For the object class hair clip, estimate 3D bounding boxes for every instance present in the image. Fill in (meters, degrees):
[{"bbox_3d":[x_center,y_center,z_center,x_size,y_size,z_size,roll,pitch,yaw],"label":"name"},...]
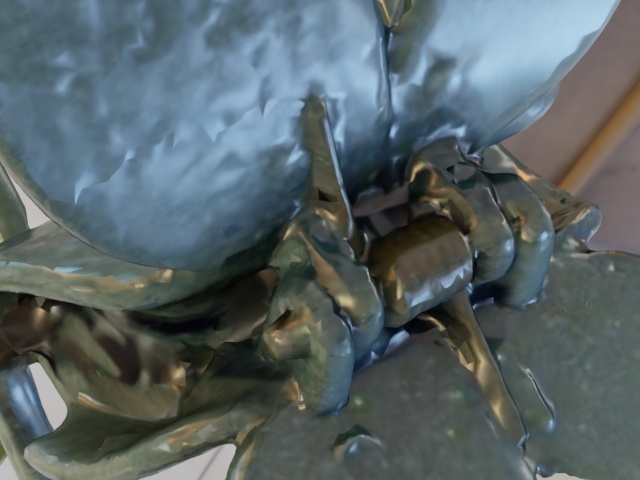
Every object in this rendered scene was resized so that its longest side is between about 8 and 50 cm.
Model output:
[{"bbox_3d":[0.000,0.000,0.828,0.318,0.238,0.392,-29,108,-23],"label":"hair clip"}]

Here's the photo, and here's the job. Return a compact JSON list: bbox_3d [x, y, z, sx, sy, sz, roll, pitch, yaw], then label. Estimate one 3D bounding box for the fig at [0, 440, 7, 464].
[{"bbox_3d":[-0.320,0.161,1.335,0.206,0.206,0.275,7,73,-23],"label":"fig"}]
